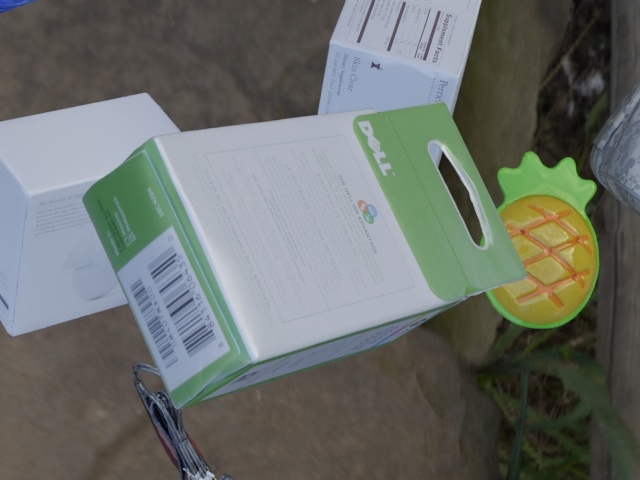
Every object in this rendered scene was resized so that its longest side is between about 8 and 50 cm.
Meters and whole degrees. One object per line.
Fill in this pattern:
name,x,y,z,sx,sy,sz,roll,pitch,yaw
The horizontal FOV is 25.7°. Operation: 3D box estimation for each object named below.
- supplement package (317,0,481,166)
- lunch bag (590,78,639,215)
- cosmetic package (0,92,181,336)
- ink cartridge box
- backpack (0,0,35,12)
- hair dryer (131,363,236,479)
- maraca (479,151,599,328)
supplement package,0.085,-0.174,1.622,0.145,0.262,0.204,15,48,4
lunch bag,0.455,-0.128,1.556,0.212,0.256,0.305,37,99,1
cosmetic package,-0.287,-0.035,1.676,0.224,0.224,0.138,-16,51,-34
ink cartridge box,0.000,0.000,0.679,0.062,0.209,0.109,-35,75,41
backpack,-0.152,-0.127,0.524,0.101,0.120,0.098,8,95,49
hair dryer,-0.127,0.271,1.628,0.080,0.293,0.223,-24,57,-16
maraca,0.230,0.000,1.463,0.127,0.099,0.185,9,79,-7
